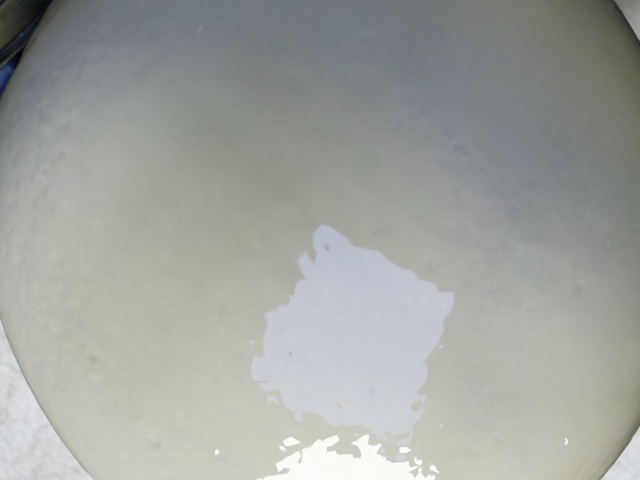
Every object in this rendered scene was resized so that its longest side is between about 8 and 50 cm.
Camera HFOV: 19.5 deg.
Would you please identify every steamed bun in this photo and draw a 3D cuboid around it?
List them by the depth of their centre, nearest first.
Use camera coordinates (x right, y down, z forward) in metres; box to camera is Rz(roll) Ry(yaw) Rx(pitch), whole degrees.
[{"bbox_3d":[0.000,0.000,0.808,0.324,0.206,0.324,7,109,20],"label":"steamed bun"}]

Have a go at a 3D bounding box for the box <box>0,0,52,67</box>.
[{"bbox_3d":[-0.188,-0.150,0.814,0.231,0.149,0.155,-41,84,5],"label":"box"}]

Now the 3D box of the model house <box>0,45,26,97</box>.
[{"bbox_3d":[-0.183,-0.098,0.962,0.183,0.172,0.166,34,139,-11],"label":"model house"}]
